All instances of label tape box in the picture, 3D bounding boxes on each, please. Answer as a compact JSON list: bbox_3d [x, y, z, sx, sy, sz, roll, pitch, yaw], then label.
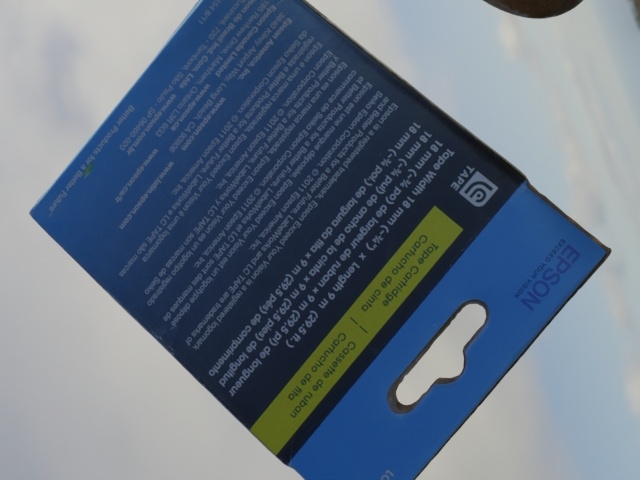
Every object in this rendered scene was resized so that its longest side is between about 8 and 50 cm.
[{"bbox_3d":[0.000,0.000,0.905,0.333,0.241,0.106,42,-174,21],"label":"label tape box"}]

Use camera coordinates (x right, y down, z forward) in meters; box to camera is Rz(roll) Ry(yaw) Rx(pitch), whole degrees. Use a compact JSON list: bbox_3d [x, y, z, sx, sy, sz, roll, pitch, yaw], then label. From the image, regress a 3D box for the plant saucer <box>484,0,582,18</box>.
[{"bbox_3d":[0.227,-0.408,1.522,0.310,0.050,0.311,10,-109,-30],"label":"plant saucer"}]
